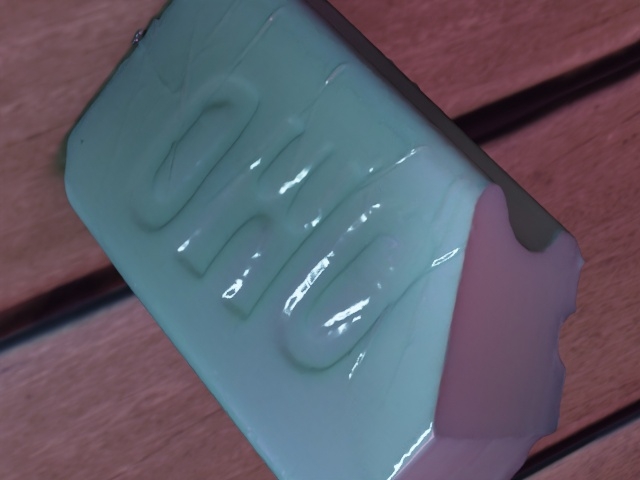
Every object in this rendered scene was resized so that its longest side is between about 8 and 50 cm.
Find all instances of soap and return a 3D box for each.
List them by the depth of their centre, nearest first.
[{"bbox_3d":[0.000,0.000,0.781,0.173,0.289,0.095,-50,144,12],"label":"soap"}]
